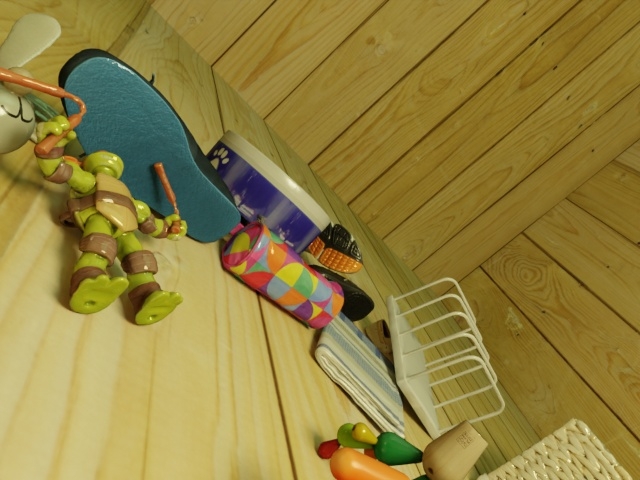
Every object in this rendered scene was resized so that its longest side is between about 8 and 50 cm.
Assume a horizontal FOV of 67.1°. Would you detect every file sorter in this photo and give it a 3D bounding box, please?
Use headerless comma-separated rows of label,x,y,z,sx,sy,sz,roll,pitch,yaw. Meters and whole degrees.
file sorter,0.270,0.246,1.068,0.193,0.173,0.278,57,18,-25

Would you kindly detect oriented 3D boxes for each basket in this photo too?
basket,0.552,0.590,0.981,0.331,0.266,0.328,41,13,-44

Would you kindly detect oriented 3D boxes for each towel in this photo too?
towel,0.075,0.236,0.924,0.209,0.034,0.285,46,9,-2

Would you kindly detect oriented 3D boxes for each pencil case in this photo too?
pencil case,-0.061,0.059,0.827,0.236,0.104,0.104,44,12,-33

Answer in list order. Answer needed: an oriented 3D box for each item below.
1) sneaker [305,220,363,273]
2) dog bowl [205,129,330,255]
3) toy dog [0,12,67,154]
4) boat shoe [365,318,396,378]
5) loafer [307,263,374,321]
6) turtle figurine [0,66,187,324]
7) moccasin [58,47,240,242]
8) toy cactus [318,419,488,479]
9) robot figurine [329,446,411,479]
sneaker,0.000,0.000,1.144,0.262,0.099,0.121,34,-5,26
dog bowl,-0.111,-0.086,0.939,0.265,0.104,0.265,41,-2,2
toy dog,-0.375,-0.259,0.503,0.334,0.161,0.220,47,11,-8
boat shoe,0.161,0.250,1.136,0.063,0.059,0.170,40,14,-39
loafer,0.044,0.110,1.100,0.220,0.080,0.078,40,15,-38
turtle figurine,-0.225,-0.028,0.495,0.217,0.087,0.269,66,6,31
moccasin,-0.235,-0.116,0.671,0.117,0.137,0.342,55,-7,36
toy cactus,0.103,0.268,0.533,0.112,0.180,0.219,46,0,-42
robot figurine,0.023,0.261,0.366,0.219,0.158,0.128,36,1,-35
